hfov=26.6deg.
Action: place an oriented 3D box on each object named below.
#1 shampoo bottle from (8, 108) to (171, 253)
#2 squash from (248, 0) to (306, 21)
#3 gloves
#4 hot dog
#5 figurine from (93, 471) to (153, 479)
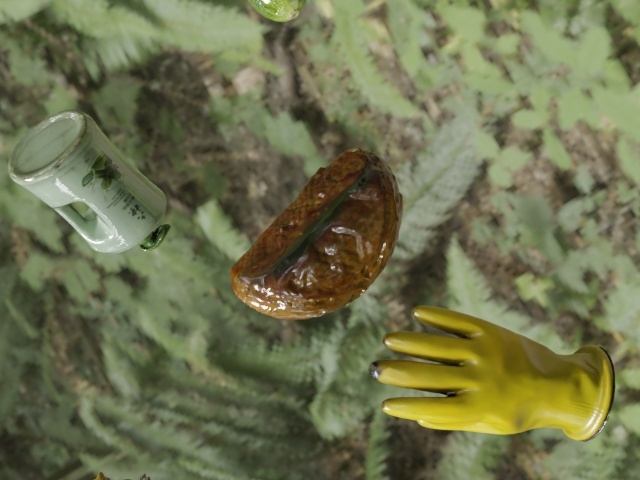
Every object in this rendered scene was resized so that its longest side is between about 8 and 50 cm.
[{"bbox_3d":[-0.270,-0.055,1.675,0.234,0.118,0.087,49,-174,-47],"label":"shampoo bottle"},{"bbox_3d":[-0.089,-0.317,1.378,0.229,0.066,0.066,53,160,13],"label":"squash"},{"bbox_3d":[0.197,0.161,1.620,0.116,0.294,0.133,152,126,-66],"label":"gloves"},{"bbox_3d":[0.000,-0.001,1.534,0.099,0.227,0.160,53,174,-37],"label":"hot dog"},{"bbox_3d":[-0.234,0.304,1.368,0.121,0.122,0.176,58,-164,20],"label":"figurine"}]
